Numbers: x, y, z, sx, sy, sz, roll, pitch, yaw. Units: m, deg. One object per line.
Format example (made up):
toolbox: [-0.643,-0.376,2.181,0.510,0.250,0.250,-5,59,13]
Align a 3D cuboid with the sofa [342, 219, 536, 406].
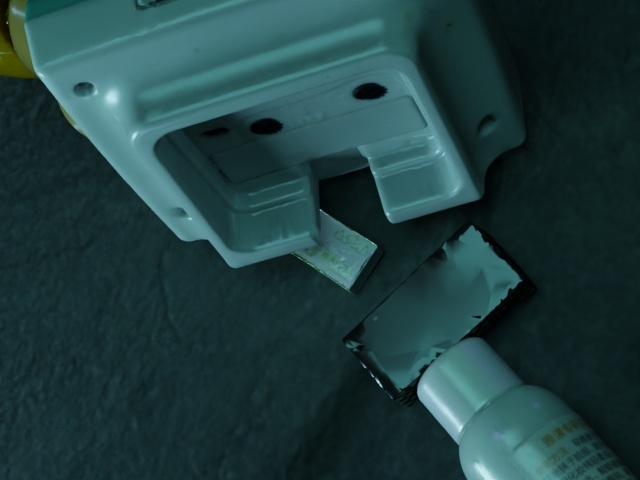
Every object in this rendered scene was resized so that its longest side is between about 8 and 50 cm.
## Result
sofa: [0.078,0.048,1.074,0.118,0.039,0.060,-44,64,7]

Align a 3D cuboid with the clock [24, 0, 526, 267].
clock: [-0.016,-0.092,1.028,0.262,0.231,0.116,-17,63,12]

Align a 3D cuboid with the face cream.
face cream: [0.160,0.167,0.989,0.082,0.082,0.269,-45,65,6]

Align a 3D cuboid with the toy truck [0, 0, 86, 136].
toy truck: [-0.181,-0.227,1.156,0.211,0.204,0.288,18,86,22]

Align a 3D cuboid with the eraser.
eraser: [0.000,0.000,1.127,0.083,0.019,0.038,34,91,26]
